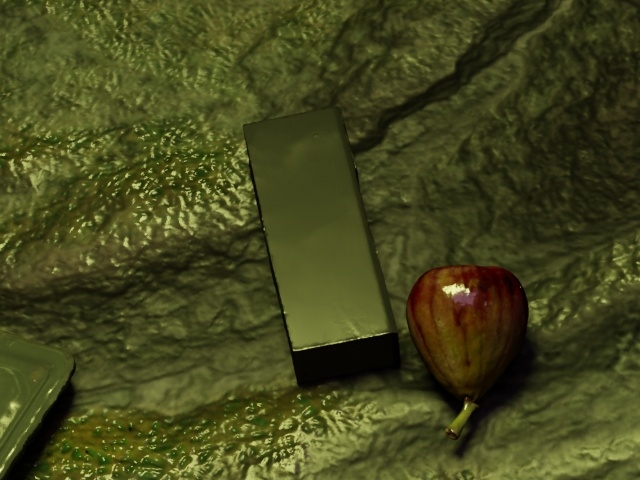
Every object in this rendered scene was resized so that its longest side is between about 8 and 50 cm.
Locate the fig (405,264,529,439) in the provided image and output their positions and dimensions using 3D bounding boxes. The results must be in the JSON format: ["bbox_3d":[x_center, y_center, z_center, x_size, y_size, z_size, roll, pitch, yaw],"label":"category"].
[{"bbox_3d":[0.104,0.079,1.362,0.089,0.089,0.125,-1,79,5],"label":"fig"}]

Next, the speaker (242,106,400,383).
[{"bbox_3d":[0.000,0.000,1.443,0.082,0.044,0.218,-12,53,-4],"label":"speaker"}]

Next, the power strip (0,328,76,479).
[{"bbox_3d":[-0.337,0.131,1.347,0.257,0.092,0.251,14,59,20],"label":"power strip"}]
